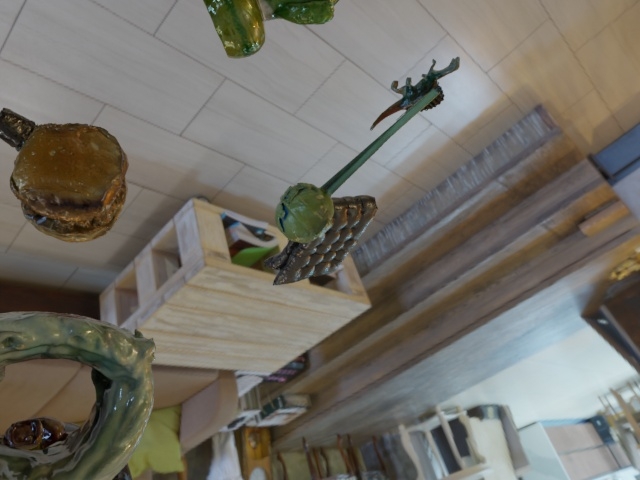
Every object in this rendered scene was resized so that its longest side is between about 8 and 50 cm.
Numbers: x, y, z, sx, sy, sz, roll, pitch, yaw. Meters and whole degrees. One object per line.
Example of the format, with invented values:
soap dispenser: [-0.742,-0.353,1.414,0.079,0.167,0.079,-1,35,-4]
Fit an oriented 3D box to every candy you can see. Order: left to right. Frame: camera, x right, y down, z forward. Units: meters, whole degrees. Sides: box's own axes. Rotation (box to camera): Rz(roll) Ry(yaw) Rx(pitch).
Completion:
candy: [0.061,-0.125,0.792,0.335,0.093,0.092,-42,109,4]

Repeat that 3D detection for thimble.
thimble: [-0.259,0.151,0.464,0.210,0.186,0.149,-29,-169,-29]

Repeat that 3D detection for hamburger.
hamburger: [-0.544,-0.129,1.094,0.244,0.245,0.163,-9,156,-16]

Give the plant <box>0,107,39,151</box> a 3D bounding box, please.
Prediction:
plant: [-0.770,-0.272,1.282,0.094,0.092,0.143,-13,139,44]

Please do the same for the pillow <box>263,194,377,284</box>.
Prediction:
pillow: [0.000,0.000,1.403,0.228,0.101,0.326,-9,149,-36]

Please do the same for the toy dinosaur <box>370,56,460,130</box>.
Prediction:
toy dinosaur: [0.181,-0.269,0.925,0.187,0.106,0.044,-54,143,-13]

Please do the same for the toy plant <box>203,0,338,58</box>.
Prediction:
toy plant: [-0.098,-0.546,1.119,0.315,0.224,0.184,-25,155,-2]

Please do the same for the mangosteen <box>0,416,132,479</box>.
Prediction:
mangosteen: [-0.425,0.378,0.739,0.274,0.275,0.303,-2,121,-25]
